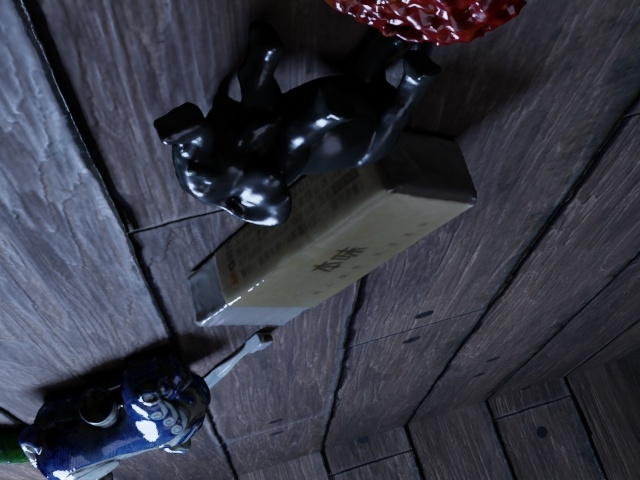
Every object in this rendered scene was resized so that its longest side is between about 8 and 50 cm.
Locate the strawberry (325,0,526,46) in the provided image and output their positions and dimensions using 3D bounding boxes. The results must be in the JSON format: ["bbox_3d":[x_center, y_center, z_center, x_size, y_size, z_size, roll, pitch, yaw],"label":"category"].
[{"bbox_3d":[0.065,-0.186,0.479,0.190,0.111,0.236,-24,158,21],"label":"strawberry"}]

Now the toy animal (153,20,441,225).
[{"bbox_3d":[-0.017,-0.087,0.652,0.245,0.115,0.146,-6,156,-27],"label":"toy animal"}]

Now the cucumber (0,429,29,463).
[{"bbox_3d":[-0.510,0.343,1.407,0.056,0.056,0.250,-26,158,20],"label":"cucumber"}]

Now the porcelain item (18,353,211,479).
[{"bbox_3d":[-0.311,0.271,1.285,0.288,0.138,0.186,-19,149,-1],"label":"porcelain item"}]

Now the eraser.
[{"bbox_3d":[0.000,0.000,0.935,0.144,0.078,0.343,4,150,-42],"label":"eraser"}]

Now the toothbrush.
[{"bbox_3d":[-0.173,0.227,1.435,0.030,0.025,0.342,-4,154,-38],"label":"toothbrush"}]
